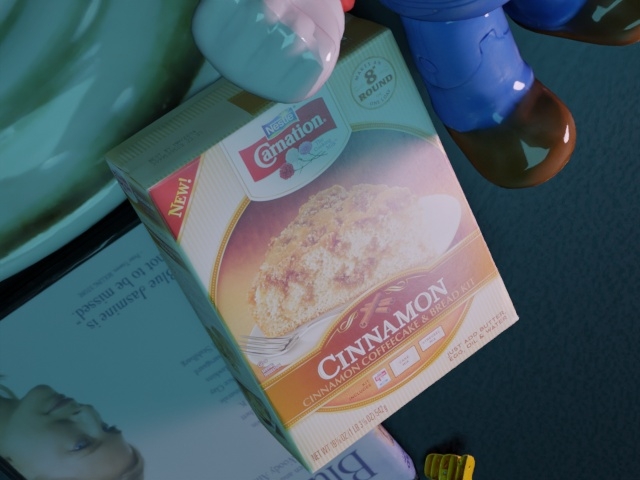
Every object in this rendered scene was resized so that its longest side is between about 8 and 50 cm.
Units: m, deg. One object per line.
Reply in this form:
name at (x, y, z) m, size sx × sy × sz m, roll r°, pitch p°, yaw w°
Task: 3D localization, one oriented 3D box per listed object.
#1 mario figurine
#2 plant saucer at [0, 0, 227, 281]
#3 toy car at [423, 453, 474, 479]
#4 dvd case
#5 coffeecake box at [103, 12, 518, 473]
mario figurine at (0.060, -0.128, 0.536) m, size 0.170 × 0.198 × 0.320 m, roll -10°, pitch 154°, yaw 26°
plant saucer at (-0.208, -0.120, 0.592) m, size 0.400 × 0.100 × 0.400 m, roll -24°, pitch 146°, yaw -17°
toy car at (0.086, 0.182, 0.863) m, size 0.040 × 0.060 × 0.122 m, roll 7°, pitch 101°, yaw 38°
dvd case at (-0.083, 0.106, 0.791) m, size 0.180 × 0.022 × 0.253 m, roll -34°, pitch 120°, yaw 9°
coffeecake box at (0.000, 0.000, 0.711) m, size 0.142 × 0.068 × 0.186 m, roll -35°, pitch 120°, yaw -13°
